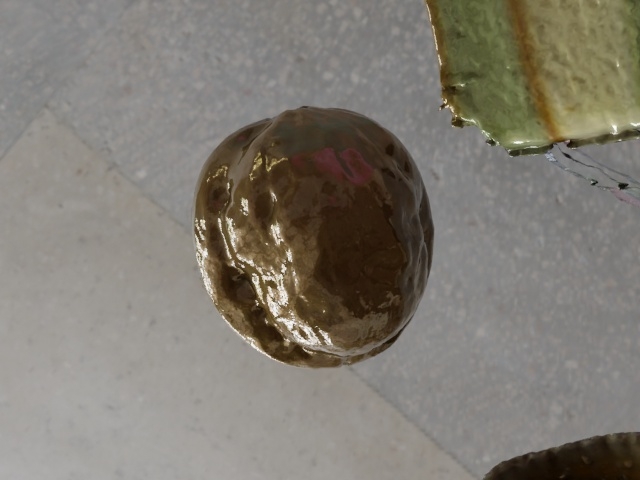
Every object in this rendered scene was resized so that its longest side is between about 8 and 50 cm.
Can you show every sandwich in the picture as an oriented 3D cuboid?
[{"bbox_3d":[0.117,-0.192,0.519,0.155,0.227,0.198,-7,134,36],"label":"sandwich"}]

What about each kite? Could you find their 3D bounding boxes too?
[{"bbox_3d":[0.375,-0.059,1.350,0.361,0.204,0.022,27,91,-20],"label":"kite"}]

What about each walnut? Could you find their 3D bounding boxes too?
[{"bbox_3d":[-0.001,-0.012,1.630,0.384,0.383,0.383,6,120,10],"label":"walnut"}]

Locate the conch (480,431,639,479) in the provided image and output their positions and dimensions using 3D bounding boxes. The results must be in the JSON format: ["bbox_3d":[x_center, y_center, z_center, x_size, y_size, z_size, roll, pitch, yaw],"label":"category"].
[{"bbox_3d":[0.224,0.320,0.889,0.297,0.352,0.210,38,169,30],"label":"conch"}]
